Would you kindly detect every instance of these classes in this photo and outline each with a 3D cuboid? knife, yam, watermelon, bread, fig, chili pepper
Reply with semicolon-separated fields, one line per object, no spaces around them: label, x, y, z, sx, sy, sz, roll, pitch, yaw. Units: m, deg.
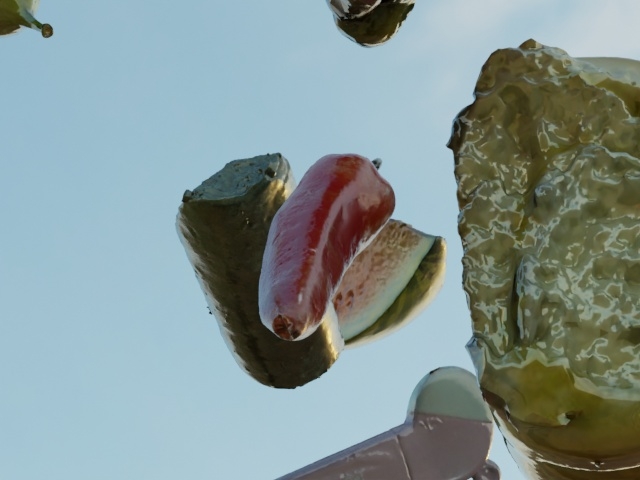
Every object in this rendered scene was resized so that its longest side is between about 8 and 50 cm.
knife;-0.005;0.229;1.755;0.399;0.132;0.038;-22;6;-28
yam;-0.051;0.016;1.594;0.106;0.106;0.259;-4;-40;11
watermelon;0.021;0.043;2.030;0.128;0.159;0.303;17;0;-45
bread;0.221;0.036;1.415;0.211;0.315;0.270;-8;-29;15
fig;-0.264;-0.188;1.599;0.093;0.166;0.093;-9;-47;-10
chili pepper;0.000;0.000;1.206;0.063;0.272;0.071;26;-62;2

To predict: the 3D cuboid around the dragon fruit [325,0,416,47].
dragon fruit;0.074;-0.265;1.304;0.243;0.227;0.307;-33;-18;-9
